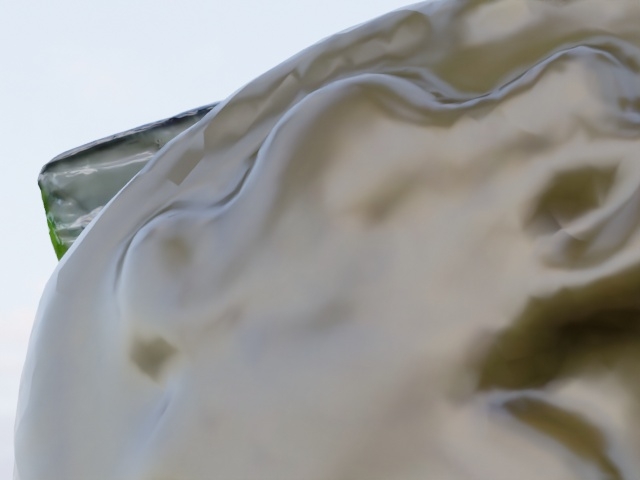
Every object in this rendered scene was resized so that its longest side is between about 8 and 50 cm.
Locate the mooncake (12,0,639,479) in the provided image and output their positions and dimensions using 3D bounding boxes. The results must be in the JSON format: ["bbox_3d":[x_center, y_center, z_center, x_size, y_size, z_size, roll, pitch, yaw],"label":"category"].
[{"bbox_3d":[0.029,0.045,0.454,0.235,0.235,0.117,-10,-29,24],"label":"mooncake"}]

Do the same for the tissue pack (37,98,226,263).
[{"bbox_3d":[0.000,0.000,0.800,0.173,0.073,0.235,-18,-15,4],"label":"tissue pack"}]
